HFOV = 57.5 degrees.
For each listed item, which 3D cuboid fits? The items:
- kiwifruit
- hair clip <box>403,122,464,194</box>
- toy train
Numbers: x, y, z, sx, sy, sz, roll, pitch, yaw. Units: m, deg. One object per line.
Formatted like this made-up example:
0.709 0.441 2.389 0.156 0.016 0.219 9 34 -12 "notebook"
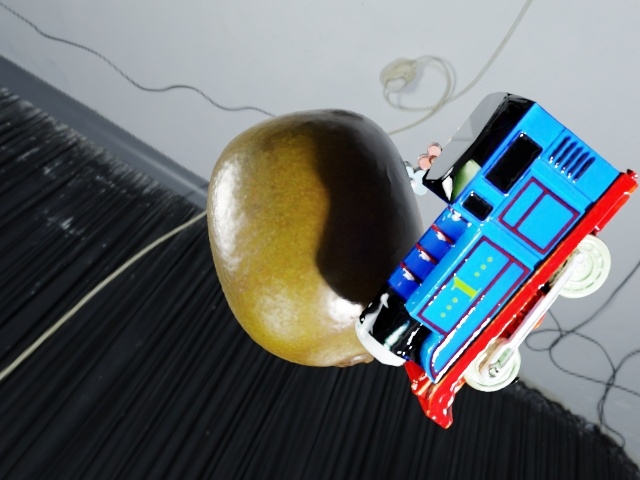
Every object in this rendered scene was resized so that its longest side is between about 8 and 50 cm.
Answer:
0.000 0.000 0.532 0.196 0.196 0.233 -23 83 35 "kiwifruit"
0.182 -0.122 0.860 0.214 0.056 0.062 -37 96 14 "hair clip"
0.108 0.013 0.401 0.131 0.082 0.204 35 100 -13 "toy train"
